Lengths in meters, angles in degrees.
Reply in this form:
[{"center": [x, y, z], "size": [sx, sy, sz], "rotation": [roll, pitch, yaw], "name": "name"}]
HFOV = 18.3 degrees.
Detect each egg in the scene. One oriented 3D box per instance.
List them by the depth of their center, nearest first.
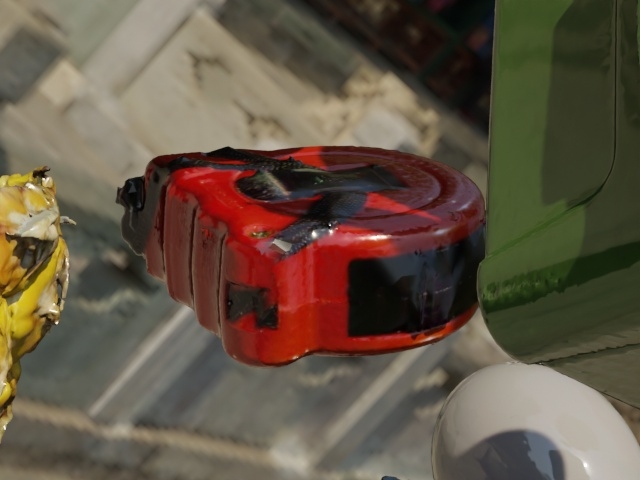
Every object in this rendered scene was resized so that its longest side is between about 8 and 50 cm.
[{"center": [0.163, 0.174, 1.454], "size": [0.146, 0.146, 0.199], "rotation": [31, 15, -52], "name": "egg"}]

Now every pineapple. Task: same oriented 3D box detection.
[{"center": [-0.193, 0.051, 0.990], "size": [0.161, 0.158, 0.334], "rotation": [70, -21, 0], "name": "pineapple"}]

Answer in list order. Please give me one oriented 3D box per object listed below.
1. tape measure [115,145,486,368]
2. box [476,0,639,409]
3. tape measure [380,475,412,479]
[{"center": [0.000, 0.000, 1.529], "size": [0.260, 0.114, 0.253], "rotation": [-8, 22, -21], "name": "tape measure"}, {"center": [0.207, -0.061, 1.024], "size": [0.253, 0.178, 0.329], "rotation": [27, 54, -35], "name": "box"}, {"center": [0.040, 0.390, 1.799], "size": [0.084, 0.330, 0.164], "rotation": [12, 20, 11], "name": "tape measure"}]
